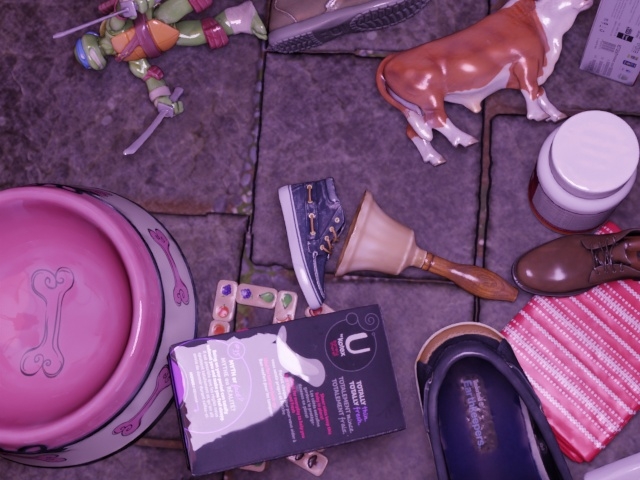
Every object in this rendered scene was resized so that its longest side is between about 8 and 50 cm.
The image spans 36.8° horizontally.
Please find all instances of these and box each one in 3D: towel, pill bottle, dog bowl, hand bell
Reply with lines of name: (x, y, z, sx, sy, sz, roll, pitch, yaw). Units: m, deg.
towel: (0.365, 0.134, 1.278, 0.199, 0.031, 0.275, 43, 85, 15)
pill bottle: (0.333, -0.084, 1.225, 0.121, 0.221, 0.121, -1, 79, 7)
dog bowl: (-0.382, 0.106, 1.318, 0.408, 0.150, 0.408, -1, 79, 6)
hand bell: (0.152, 0.032, 1.299, 0.242, 0.126, 0.126, 21, 82, -1)

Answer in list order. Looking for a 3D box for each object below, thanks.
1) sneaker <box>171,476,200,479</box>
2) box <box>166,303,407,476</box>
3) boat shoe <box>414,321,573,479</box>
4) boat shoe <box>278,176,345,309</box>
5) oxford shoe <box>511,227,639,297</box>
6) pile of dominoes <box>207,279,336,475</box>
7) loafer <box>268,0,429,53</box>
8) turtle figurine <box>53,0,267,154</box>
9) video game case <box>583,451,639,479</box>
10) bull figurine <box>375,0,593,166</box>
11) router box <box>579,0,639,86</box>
sneaker: (-0.248, 0.402, 1.286, 0.237, 0.085, 0.086, -35, 103, -4)
box: (-0.049, 0.190, 1.226, 0.270, 0.143, 0.165, -10, 81, -11)
boat shoe: (0.237, 0.344, 1.178, 0.187, 0.156, 0.500, -18, 85, 5)
boat shoe: (0.000, 0.000, 1.330, 0.083, 0.065, 0.183, -14, 74, 4)
oxford shoe: (0.360, 0.020, 1.243, 0.227, 0.096, 0.082, -11, 76, 7)
pile of dominoes: (-0.072, 0.187, 1.318, 0.196, 0.040, 0.251, 8, 81, 9)
loafer: (0.038, -0.346, 1.378, 0.251, 0.094, 0.087, -15, 82, 4)
turtle figurine: (-0.207, -0.268, 1.348, 0.266, 0.274, 0.197, -25, 111, -2)
video game case: (0.514, 0.355, 1.114, 0.300, 0.036, 0.329, -26, 101, 16)
bull figurine: (0.237, -0.234, 1.326, 0.310, 0.101, 0.188, -21, 83, 9)
router box: (0.437, -0.396, 1.213, 0.082, 0.335, 0.301, 22, 83, 12)
